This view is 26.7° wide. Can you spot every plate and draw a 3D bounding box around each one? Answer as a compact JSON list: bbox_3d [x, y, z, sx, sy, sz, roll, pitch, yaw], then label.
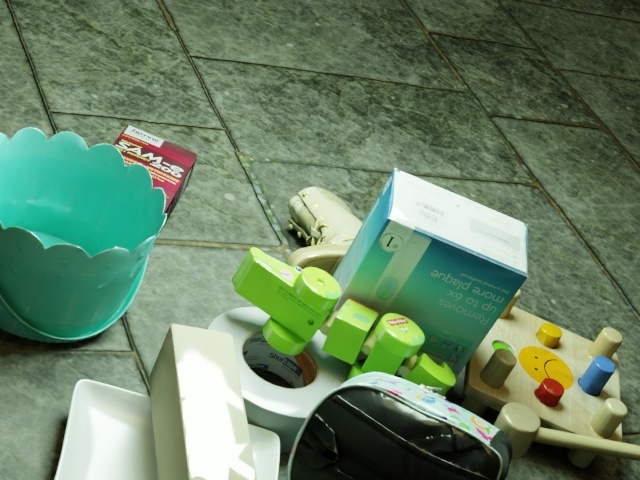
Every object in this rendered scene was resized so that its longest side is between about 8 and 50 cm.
[{"bbox_3d":[-0.188,0.306,1.641,0.278,0.045,0.277,17,34,-12],"label":"plate"}]

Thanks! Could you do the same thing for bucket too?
[{"bbox_3d":[-0.363,-0.004,1.840,0.281,0.183,0.281,17,34,-12],"label":"bucket"}]

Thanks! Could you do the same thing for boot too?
[{"bbox_3d":[0.000,0.000,2.140,0.262,0.095,0.203,-2,39,-47],"label":"boot"}]

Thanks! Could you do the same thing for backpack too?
[{"bbox_3d":[0.094,0.288,1.696,0.253,0.225,0.191,24,10,8],"label":"backpack"}]

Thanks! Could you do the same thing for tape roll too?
[{"bbox_3d":[-0.067,0.190,1.862,0.219,0.072,0.219,17,34,-12],"label":"tape roll"}]

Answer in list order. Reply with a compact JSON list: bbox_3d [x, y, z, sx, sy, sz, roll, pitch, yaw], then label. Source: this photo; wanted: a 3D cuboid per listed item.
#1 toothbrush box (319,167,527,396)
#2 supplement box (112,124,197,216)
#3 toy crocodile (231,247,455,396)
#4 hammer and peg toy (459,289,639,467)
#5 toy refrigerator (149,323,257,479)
[{"bbox_3d":[0.137,0.074,1.942,0.216,0.295,0.126,23,38,-9],"label":"toothbrush box"},{"bbox_3d":[-0.288,-0.079,2.099,0.130,0.073,0.239,23,32,-2],"label":"supplement box"},{"bbox_3d":[0.033,0.120,1.857,0.340,0.115,0.105,30,27,3],"label":"toy crocodile"},{"bbox_3d":[0.339,0.235,2.016,0.266,0.127,0.361,24,32,-6],"label":"hammer and peg toy"},{"bbox_3d":[-0.143,0.233,1.639,0.094,0.102,0.269,11,35,-21],"label":"toy refrigerator"}]
